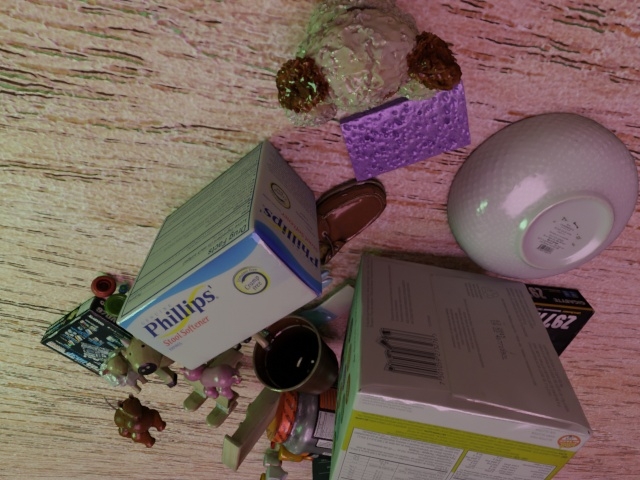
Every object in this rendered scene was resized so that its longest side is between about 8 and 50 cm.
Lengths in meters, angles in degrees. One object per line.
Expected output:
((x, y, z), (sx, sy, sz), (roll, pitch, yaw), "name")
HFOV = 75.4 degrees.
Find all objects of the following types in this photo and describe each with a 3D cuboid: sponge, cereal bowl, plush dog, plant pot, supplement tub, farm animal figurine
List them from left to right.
((-0.292, 0.202, 0.819), (0.330, 0.327, 0.172), (-40, 118, -16), "farm animal figurine")
((-0.042, 0.279, 0.958), (0.167, 0.167, 0.165), (-23, 143, 13), "plant pot")
((0.029, 0.476, 1.100), (0.316, 0.193, 0.193), (18, 123, -16), "supplement tub")
((0.053, -0.248, 0.542), (0.263, 0.225, 0.210), (-12, 127, 6), "plush dog")
((0.147, -0.187, 0.715), (0.210, 0.031, 0.117), (-17, 126, 10), "sponge")
((0.422, -0.051, 0.769), (0.339, 0.141, 0.338), (-2, 126, -3), "cereal bowl")

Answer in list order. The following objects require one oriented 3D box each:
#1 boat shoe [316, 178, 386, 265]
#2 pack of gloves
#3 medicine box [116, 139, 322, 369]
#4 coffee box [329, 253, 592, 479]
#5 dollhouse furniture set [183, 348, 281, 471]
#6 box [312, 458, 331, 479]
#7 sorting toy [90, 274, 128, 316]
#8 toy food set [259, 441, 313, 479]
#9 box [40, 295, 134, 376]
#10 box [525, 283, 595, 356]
((0.000, 0.000, 0.798), (0.307, 0.104, 0.111), (-33, 122, 19), "boat shoe")
((-0.036, 0.137, 0.950), (0.232, 0.046, 0.195), (-36, 133, 24), "pack of gloves")
((-0.148, 0.014, 0.683), (0.264, 0.289, 0.149), (-32, 122, 19), "medicine box")
((0.212, 0.279, 0.803), (0.338, 0.337, 0.334), (9, 125, 2), "coffee box")
((-0.242, 0.383, 0.976), (0.242, 0.161, 0.212), (26, 127, 16), "dollhouse furniture set")
((0.099, 0.862, 1.266), (0.212, 0.395, 0.293), (-8, 126, 1), "box")
((-0.444, 0.119, 0.887), (0.102, 0.061, 0.042), (55, 145, 3), "sorting toy")
((-0.109, 0.693, 1.301), (0.105, 0.111, 0.232), (16, 121, -14), "toy food set")
((-0.502, 0.244, 0.979), (0.175, 0.051, 0.220), (-31, 123, 18), "box")
((0.444, 0.220, 1.011), (0.322, 0.079, 0.257), (7, 124, -9), "box")
